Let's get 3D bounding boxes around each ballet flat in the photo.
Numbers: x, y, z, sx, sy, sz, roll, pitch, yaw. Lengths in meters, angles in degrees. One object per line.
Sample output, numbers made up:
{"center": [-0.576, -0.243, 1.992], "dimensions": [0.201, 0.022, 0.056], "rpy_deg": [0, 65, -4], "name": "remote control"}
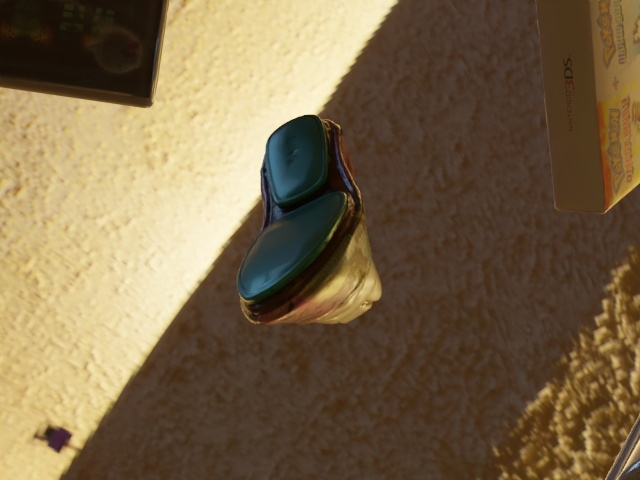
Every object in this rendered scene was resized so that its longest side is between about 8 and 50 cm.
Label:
{"center": [0.000, 0.000, 0.746], "dimensions": [0.077, 0.079, 0.221], "rpy_deg": [-26, -155, 13], "name": "ballet flat"}

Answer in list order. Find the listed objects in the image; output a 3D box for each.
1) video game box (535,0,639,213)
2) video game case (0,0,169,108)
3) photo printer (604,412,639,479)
{"center": [0.226, -0.147, 0.966], "dimensions": [0.048, 0.205, 0.187], "rpy_deg": [7, -154, 38], "name": "video game box"}
{"center": [-0.155, -0.150, 0.549], "dimensions": [0.190, 0.173, 0.022], "rpy_deg": [7, -151, -10], "name": "video game case"}
{"center": [0.315, 0.155, 0.800], "dimensions": [0.107, 0.307, 0.256], "rpy_deg": [-33, -84, 39], "name": "photo printer"}
